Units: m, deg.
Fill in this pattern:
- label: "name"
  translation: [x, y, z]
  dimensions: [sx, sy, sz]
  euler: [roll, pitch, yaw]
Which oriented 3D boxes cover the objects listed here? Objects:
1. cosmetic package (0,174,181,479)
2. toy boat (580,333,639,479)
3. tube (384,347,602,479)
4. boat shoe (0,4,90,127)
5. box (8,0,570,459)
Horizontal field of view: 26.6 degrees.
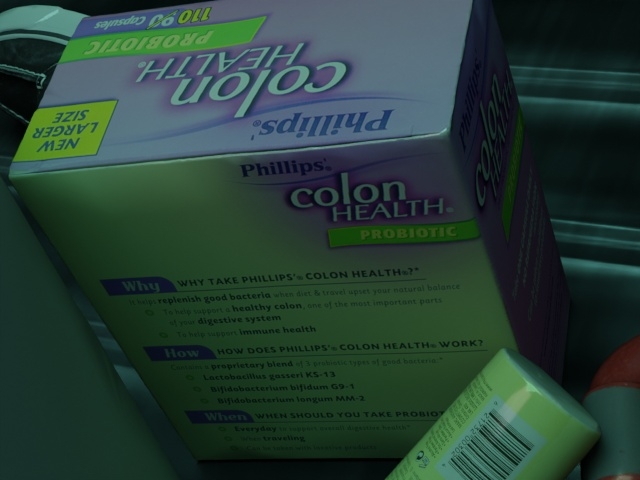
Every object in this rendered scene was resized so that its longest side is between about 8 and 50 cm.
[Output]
- label: "cosmetic package"
  translation: [-0.264, 0.188, 0.526]
  dimensions: [0.393, 0.327, 0.329]
  euler: [-23, 29, 2]
- label: "toy boat"
  translation: [0.224, 0.073, 0.598]
  dimensions: [0.231, 0.151, 0.151]
  euler: [-8, 46, 16]
- label: "tube"
  translation: [0.032, 0.158, 0.638]
  dimensions: [0.240, 0.062, 0.070]
  euler: [-51, 3, 7]
- label: "boat shoe"
  translation: [-0.152, -0.080, 0.947]
  dimensions: [0.301, 0.108, 0.102]
  euler: [21, 57, 28]
- label: "box"
  translation: [0.000, 0.000, 0.699]
  dimensions: [0.213, 0.243, 0.117]
  euler: [-4, 48, 21]
